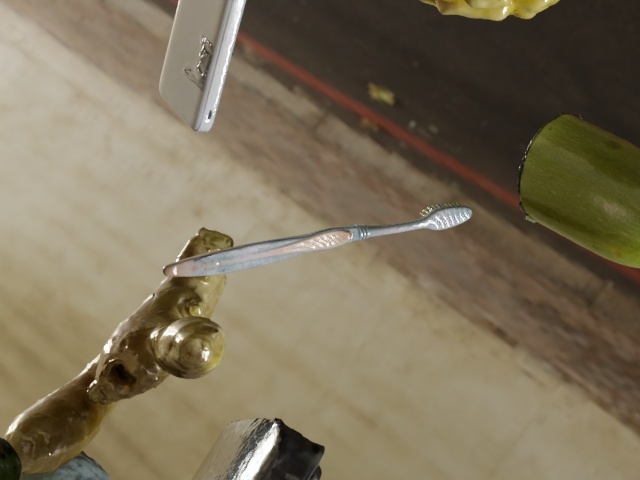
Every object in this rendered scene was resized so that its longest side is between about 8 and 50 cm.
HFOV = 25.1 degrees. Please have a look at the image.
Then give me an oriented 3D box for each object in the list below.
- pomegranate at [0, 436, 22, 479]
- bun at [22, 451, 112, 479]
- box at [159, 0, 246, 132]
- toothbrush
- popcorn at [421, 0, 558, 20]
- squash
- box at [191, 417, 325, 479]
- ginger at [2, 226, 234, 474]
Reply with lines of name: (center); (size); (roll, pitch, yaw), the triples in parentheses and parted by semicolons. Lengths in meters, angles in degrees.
pomegranate: (-0.417, 0.258, 1.712); (0.122, 0.161, 0.122); (-4, -178, 0)
bun: (-0.388, 0.455, 2.163); (0.362, 0.211, 0.362); (49, 151, 40)
box: (-0.154, -0.298, 1.942); (0.044, 0.285, 0.142); (-1, -150, -34)
toothbrush: (0.000, 0.000, 1.678); (0.037, 0.375, 0.028); (-134, 35, -64)
popcorn: (0.224, -0.441, 1.686); (0.349, 0.349, 0.382); (38, 146, -3)
squash: (0.291, -0.037, 1.414); (0.186, 0.123, 0.123); (35, 173, 36)
box: (-0.135, 0.364, 1.635); (0.091, 0.350, 0.359); (33, 166, -7)
ginger: (-0.245, 0.156, 1.922); (0.122, 0.363, 0.348); (46, -158, -8)
